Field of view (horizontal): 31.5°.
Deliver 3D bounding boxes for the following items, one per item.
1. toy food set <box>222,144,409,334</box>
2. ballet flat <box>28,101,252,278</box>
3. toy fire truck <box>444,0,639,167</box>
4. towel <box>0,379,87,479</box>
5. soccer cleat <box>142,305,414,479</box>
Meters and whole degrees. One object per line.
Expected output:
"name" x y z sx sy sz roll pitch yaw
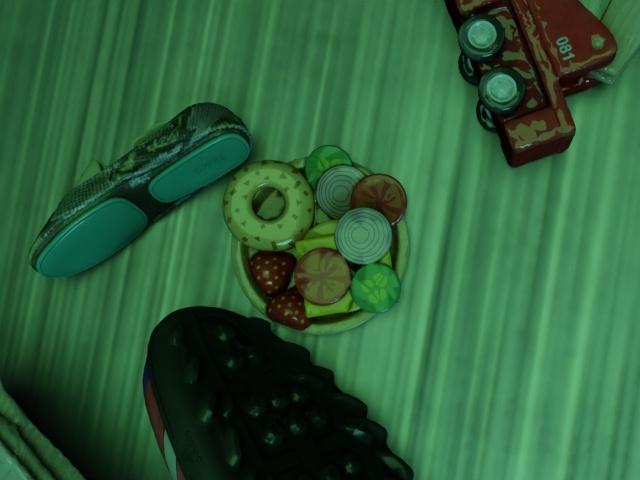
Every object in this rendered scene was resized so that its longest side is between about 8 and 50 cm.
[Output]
"toy food set" 0.000 0.000 0.504 0.082 0.020 0.083 -10 83 5
"ballet flat" -0.084 -0.026 0.513 0.114 0.041 0.041 -33 82 2
"toy fire truck" 0.125 -0.096 0.486 0.135 0.047 0.192 -20 82 4
"towel" -0.178 0.193 0.467 0.187 0.049 0.282 46 106 10
"soccer cleat" 0.005 0.174 0.451 0.116 0.108 0.318 -44 72 31
